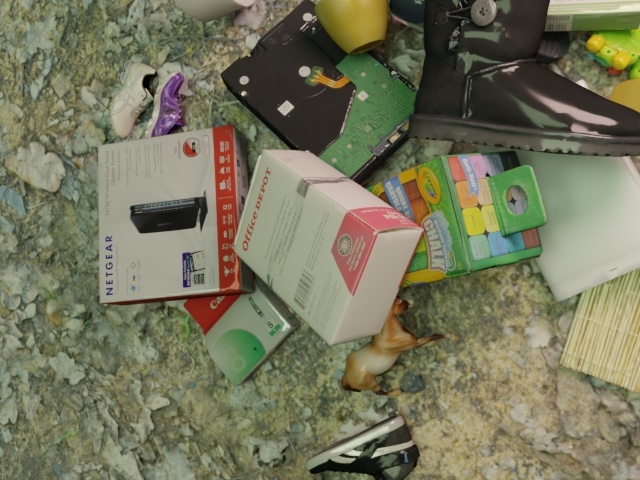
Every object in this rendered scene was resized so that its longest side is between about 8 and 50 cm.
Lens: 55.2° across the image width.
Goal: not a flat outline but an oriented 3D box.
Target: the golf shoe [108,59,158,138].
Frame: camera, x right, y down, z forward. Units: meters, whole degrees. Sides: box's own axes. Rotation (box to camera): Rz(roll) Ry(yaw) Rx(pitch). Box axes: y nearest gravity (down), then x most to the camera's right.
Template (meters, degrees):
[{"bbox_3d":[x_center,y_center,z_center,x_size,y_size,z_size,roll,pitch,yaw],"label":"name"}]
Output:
[{"bbox_3d":[-0.411,-0.307,1.354,0.086,0.069,0.176,15,96,15],"label":"golf shoe"}]

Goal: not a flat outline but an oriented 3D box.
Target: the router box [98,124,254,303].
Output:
[{"bbox_3d":[-0.297,-0.044,1.248,0.301,0.082,0.335,-7,80,12],"label":"router box"}]

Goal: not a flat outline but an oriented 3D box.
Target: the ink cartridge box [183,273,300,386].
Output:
[{"bbox_3d":[-0.178,0.156,1.262,0.224,0.056,0.181,46,105,14],"label":"ink cartridge box"}]

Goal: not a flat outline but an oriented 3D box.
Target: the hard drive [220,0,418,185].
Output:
[{"bbox_3d":[0.009,-0.271,1.148,0.237,0.064,0.339,-44,73,-6],"label":"hard drive"}]

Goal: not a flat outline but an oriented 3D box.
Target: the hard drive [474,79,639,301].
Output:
[{"bbox_3d":[0.415,-0.079,1.013,0.203,0.040,0.307,-31,77,29],"label":"hard drive"}]

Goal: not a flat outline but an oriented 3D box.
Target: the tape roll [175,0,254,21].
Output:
[{"bbox_3d":[-0.227,-0.573,1.165,0.100,0.286,0.286,-12,85,22],"label":"tape roll"}]

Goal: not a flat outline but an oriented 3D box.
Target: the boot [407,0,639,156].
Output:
[{"bbox_3d":[0.325,-0.356,0.892,0.367,0.146,0.444,10,102,20],"label":"boot"}]

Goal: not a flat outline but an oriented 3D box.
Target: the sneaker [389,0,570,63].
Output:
[{"bbox_3d":[0.270,-0.380,1.074,0.319,0.131,0.112,27,68,2],"label":"sneaker"}]

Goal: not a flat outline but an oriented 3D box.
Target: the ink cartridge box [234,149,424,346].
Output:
[{"bbox_3d":[0.000,0.000,0.995,0.283,0.117,0.207,40,121,38],"label":"ink cartridge box"}]

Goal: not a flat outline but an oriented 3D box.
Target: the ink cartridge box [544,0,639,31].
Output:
[{"bbox_3d":[0.430,-0.450,0.987,0.171,0.056,0.235,5,75,19],"label":"ink cartridge box"}]

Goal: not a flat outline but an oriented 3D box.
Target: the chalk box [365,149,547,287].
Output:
[{"bbox_3d":[0.216,-0.033,0.972,0.289,0.179,0.180,-22,79,55],"label":"chalk box"}]

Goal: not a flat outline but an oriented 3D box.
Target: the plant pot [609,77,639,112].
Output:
[{"bbox_3d":[0.509,-0.214,0.979,0.083,0.081,0.081,21,97,36],"label":"plant pot"}]

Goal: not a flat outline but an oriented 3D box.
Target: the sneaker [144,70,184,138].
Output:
[{"bbox_3d":[-0.322,-0.282,1.328,0.071,0.068,0.169,21,106,5],"label":"sneaker"}]

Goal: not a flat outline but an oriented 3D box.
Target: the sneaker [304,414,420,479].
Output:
[{"bbox_3d":[0.081,0.424,1.139,0.217,0.079,0.121,-30,77,17],"label":"sneaker"}]

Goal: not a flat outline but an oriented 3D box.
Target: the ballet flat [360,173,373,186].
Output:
[{"bbox_3d":[0.075,-0.099,1.160,0.070,0.070,0.188,-17,86,21],"label":"ballet flat"}]

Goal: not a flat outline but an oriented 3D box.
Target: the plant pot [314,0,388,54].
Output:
[{"bbox_3d":[0.067,-0.388,1.086,0.134,0.134,0.095,-19,94,20],"label":"plant pot"}]

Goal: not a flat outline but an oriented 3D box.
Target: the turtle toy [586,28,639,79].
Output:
[{"bbox_3d":[0.492,-0.305,0.991,0.095,0.066,0.130,-43,73,-10],"label":"turtle toy"}]

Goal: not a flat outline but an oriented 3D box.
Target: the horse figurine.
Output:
[{"bbox_3d":[0.115,0.204,1.077,0.263,0.175,0.066,-50,41,30],"label":"horse figurine"}]

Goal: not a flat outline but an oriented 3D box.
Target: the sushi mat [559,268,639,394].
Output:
[{"bbox_3d":[0.514,0.084,1.005,0.152,0.019,0.316,17,96,22],"label":"sushi mat"}]
